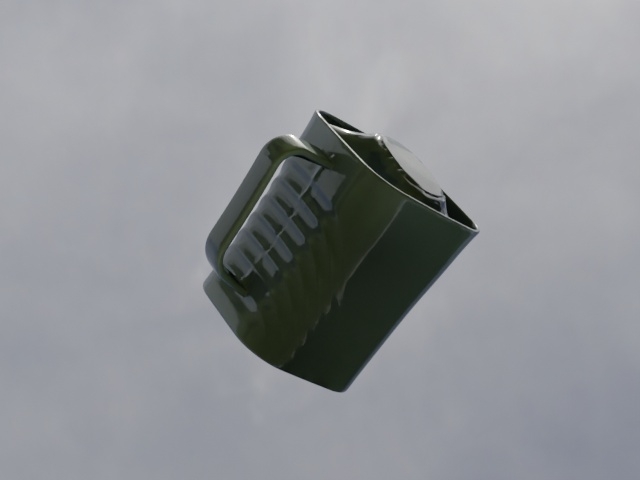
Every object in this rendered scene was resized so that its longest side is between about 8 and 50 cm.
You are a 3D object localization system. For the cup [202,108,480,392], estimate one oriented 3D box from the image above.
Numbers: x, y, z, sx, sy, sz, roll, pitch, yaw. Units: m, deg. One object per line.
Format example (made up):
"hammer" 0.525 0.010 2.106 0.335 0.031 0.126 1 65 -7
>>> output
"cup" 0.000 0.000 0.944 0.129 0.128 0.095 -54 -138 12
